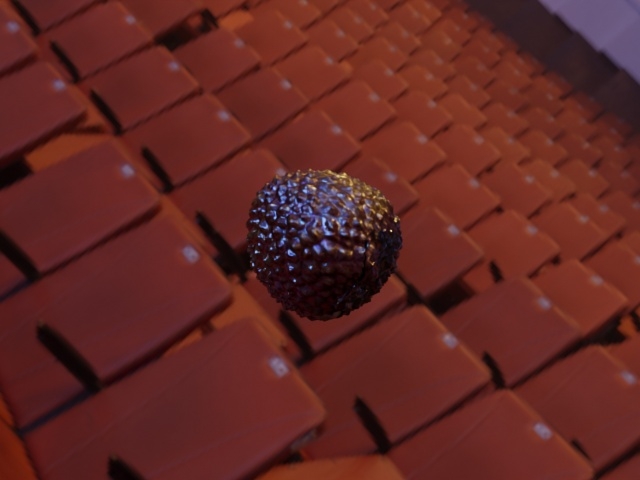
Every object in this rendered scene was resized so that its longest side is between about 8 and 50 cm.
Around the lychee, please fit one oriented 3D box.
[{"bbox_3d":[0.000,0.000,1.231,0.188,0.188,0.188,47,-3,3],"label":"lychee"}]
